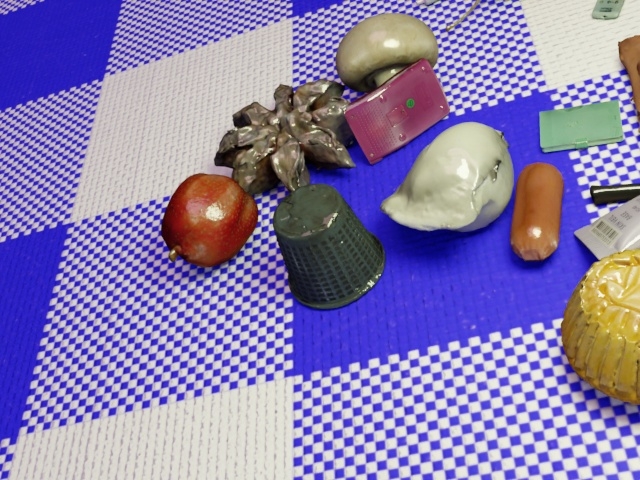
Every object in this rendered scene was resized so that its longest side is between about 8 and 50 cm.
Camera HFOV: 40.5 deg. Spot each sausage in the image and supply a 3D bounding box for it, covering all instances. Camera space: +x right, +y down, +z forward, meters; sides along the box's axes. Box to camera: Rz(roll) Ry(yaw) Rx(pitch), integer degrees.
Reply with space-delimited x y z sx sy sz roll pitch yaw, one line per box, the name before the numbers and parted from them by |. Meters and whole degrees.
sausage | 0.341 -0.047 1.368 0.077 0.077 0.194 -2 48 24
sausage | 0.554 -0.243 1.444 0.078 0.078 0.304 -11 46 16

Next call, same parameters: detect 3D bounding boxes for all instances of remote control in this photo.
remote control | 0.566 -0.472 1.682 0.053 0.018 0.124 10 56 31

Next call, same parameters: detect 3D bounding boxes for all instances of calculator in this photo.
calculator | 0.144 -0.238 1.593 0.190 0.127 0.034 -34 24 -6

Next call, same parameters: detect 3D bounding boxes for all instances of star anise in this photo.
star anise | -0.060 -0.201 1.664 0.331 0.118 0.332 -9 50 11

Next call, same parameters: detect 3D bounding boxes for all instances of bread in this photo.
bread | 0.431 0.106 1.139 0.239 0.139 0.240 -16 43 15

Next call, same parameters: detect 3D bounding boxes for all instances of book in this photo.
book | 0.446 -0.194 1.489 0.135 0.017 0.103 -7 46 19

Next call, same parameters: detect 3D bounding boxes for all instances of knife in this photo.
knife | 0.539 -0.090 1.350 0.230 0.028 0.060 -4 37 19

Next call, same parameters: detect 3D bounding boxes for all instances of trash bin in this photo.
trash bin | 0.000 0.000 1.424 0.175 0.161 0.175 -15 46 16

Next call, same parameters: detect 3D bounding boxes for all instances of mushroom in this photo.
mushroom | 0.133 -0.327 1.661 0.204 0.204 0.204 -13 46 14

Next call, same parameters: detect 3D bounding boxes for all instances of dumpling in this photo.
dumpling | 0.211 -0.093 1.436 0.226 0.243 0.175 -20 82 32

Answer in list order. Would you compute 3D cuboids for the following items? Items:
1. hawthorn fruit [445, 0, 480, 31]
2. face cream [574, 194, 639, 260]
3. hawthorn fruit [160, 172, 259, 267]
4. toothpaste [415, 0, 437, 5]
hawthorn fruit | 0.349 -0.538 1.765 0.165 0.165 0.285 16 68 35
face cream | 0.516 -0.046 1.268 0.273 0.096 0.154 -25 17 7
hawthorn fruit | -0.207 -0.027 1.552 0.169 0.169 0.188 14 61 34
toothpaste | 0.285 -0.546 1.875 0.169 0.028 0.045 -23 51 -1
